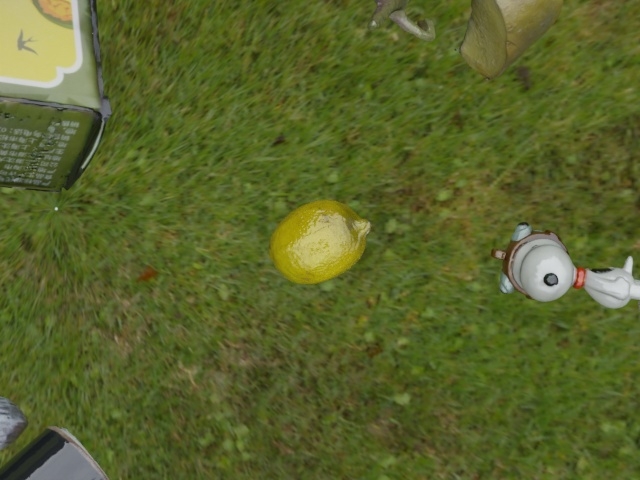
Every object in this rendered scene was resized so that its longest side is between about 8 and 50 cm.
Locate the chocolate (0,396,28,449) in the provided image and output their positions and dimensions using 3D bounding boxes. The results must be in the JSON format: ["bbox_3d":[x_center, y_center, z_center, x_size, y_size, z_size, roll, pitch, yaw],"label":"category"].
[{"bbox_3d":[-0.456,0.237,1.389,0.167,0.072,0.072,-5,93,9],"label":"chocolate"}]

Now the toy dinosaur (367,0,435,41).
[{"bbox_3d":[0.065,-0.278,1.213,0.199,0.072,0.251,8,46,-40],"label":"toy dinosaur"}]

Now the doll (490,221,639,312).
[{"bbox_3d":[0.135,0.018,0.570,0.085,0.058,0.040,8,103,-16],"label":"doll"}]

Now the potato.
[{"bbox_3d":[0.268,-0.310,1.459,0.138,0.243,0.098,-35,75,-8],"label":"potato"}]

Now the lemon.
[{"bbox_3d":[0.000,0.000,1.091,0.110,0.082,0.082,-27,99,24],"label":"lemon"}]

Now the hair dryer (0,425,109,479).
[{"bbox_3d":[-0.125,0.217,0.602,0.128,0.255,0.070,-39,141,-26],"label":"hair dryer"}]

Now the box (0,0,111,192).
[{"bbox_3d":[-0.411,-0.244,0.937,0.420,0.138,0.373,5,57,-27],"label":"box"}]
